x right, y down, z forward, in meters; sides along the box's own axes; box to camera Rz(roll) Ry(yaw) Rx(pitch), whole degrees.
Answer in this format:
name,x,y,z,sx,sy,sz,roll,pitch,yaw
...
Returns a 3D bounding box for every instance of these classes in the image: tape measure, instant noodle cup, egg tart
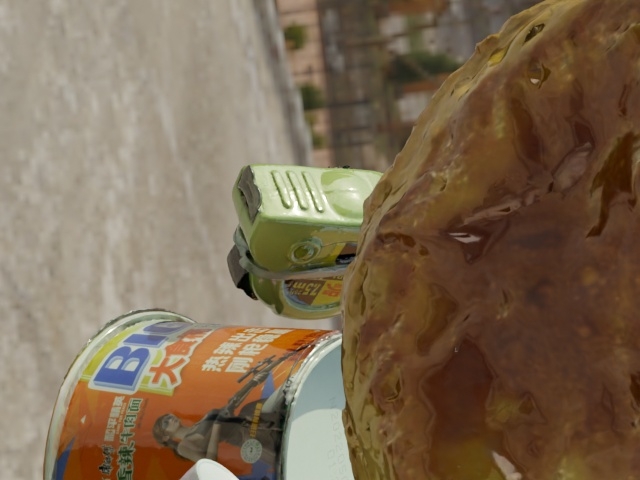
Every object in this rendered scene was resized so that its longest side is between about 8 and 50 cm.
name,x,y,z,sx,sy,sz,roll,pitch,yaw
tape measure,0.000,0.000,1.440,0.154,0.178,0.087,116,-34,-41
instant noodle cup,-0.049,0.188,1.343,0.296,0.214,0.296,15,71,-52
egg tart,0.209,0.046,0.950,0.178,0.443,0.443,29,52,-50

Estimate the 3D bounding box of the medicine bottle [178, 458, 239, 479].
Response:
name,x,y,z,sx,sy,sz,roll,pitch,yaw
medicine bottle,-0.098,0.196,1.062,0.074,0.118,0.055,52,16,24
